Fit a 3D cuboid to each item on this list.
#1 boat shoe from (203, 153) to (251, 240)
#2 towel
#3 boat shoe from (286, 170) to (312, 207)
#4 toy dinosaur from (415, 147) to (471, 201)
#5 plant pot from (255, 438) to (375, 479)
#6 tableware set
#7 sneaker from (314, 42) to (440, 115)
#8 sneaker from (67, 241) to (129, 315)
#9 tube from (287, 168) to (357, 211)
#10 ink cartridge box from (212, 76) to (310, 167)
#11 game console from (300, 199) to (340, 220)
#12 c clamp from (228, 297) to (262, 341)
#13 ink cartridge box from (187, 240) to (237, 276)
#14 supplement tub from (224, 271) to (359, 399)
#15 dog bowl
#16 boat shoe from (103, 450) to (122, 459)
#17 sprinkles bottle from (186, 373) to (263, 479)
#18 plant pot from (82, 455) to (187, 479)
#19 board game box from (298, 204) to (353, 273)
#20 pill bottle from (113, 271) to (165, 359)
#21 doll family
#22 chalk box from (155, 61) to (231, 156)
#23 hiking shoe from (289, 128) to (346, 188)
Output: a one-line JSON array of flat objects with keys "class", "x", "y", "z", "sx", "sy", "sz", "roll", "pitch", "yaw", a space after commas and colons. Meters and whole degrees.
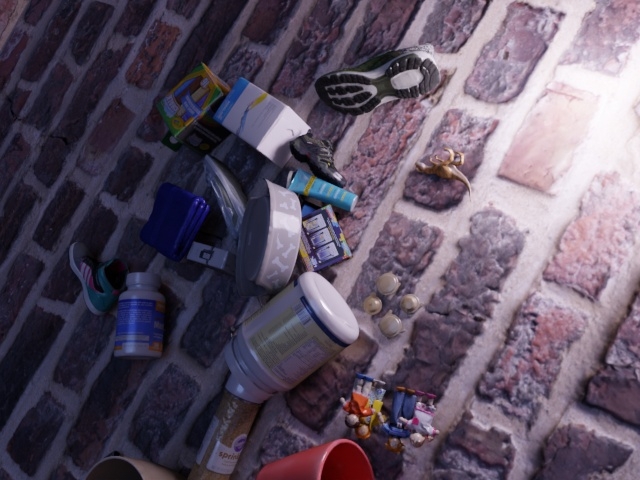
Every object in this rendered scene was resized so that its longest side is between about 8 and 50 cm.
[{"class": "boat shoe", "x": -0.314, "y": -0.150, "z": 1.951, "sx": 0.103, "sy": 0.118, "sz": 0.321, "roll": -37, "pitch": 71, "yaw": 12}, {"class": "towel", "x": -0.490, "y": -0.064, "z": 1.984, "sx": 0.308, "sy": 0.076, "sz": 0.228, "roll": 22, "pitch": 89, "yaw": 52}, {"class": "boat shoe", "x": -0.074, "y": -0.100, "z": 1.836, "sx": 0.079, "sy": 0.084, "sz": 0.233, "roll": 8, "pitch": 82, "yaw": 3}, {"class": "toy dinosaur", "x": 0.369, "y": -0.196, "z": 1.667, "sx": 0.211, "sy": 0.064, "sz": 0.112, "roll": 29, "pitch": 107, "yaw": 39}, {"class": "plant pot", "x": -0.023, "y": 0.655, "z": 1.498, "sx": 0.243, "sy": 0.274, "sz": 0.275, "roll": -19, "pitch": 67, "yaw": 30}, {"class": "tableware set", "x": 0.194, "y": 0.180, "z": 1.655, "sx": 0.141, "sy": 0.020, "sz": 0.169, "roll": -47, "pitch": 62, "yaw": 9}, {"class": "sneaker", "x": 0.180, "y": -0.510, "z": 1.829, "sx": 0.410, "sy": 0.158, "sz": 0.182, "roll": -4, "pitch": 42, "yaw": 27}, {"class": "sneaker", "x": -0.779, "y": 0.096, "z": 2.095, "sx": 0.178, "sy": 0.123, "sz": 0.296, "roll": -36, "pitch": 70, "yaw": 18}, {"class": "tube", "x": 0.010, "y": -0.148, "z": 1.791, "sx": 0.207, "sy": 0.052, "sz": 0.080, "roll": 23, "pitch": 66, "yaw": 13}, {"class": "ink cartridge box", "x": -0.189, "y": -0.381, "z": 1.922, "sx": 0.232, "sy": 0.171, "sz": 0.168, "roll": 37, "pitch": 93, "yaw": 30}, {"class": "game console", "x": -0.016, "y": -0.047, "z": 1.793, "sx": 0.107, "sy": 0.071, "sz": 0.122, "roll": 18, "pitch": 84, "yaw": 41}, {"class": "c clamp", "x": -0.224, "y": 0.270, "z": 1.836, "sx": 0.160, "sy": 0.022, "sz": 0.137, "roll": -34, "pitch": 68, "yaw": 12}, {"class": "ink cartridge box", "x": -0.332, "y": 0.062, "z": 1.896, "sx": 0.150, "sy": 0.109, "sz": 0.063, "roll": 14, "pitch": 78, "yaw": 29}, {"class": "supplement tub", "x": -0.082, "y": 0.267, "z": 1.640, "sx": 0.324, "sy": 0.235, "sz": 0.235, "roll": -39, "pitch": 62, "yaw": 11}, {"class": "dog bowl", "x": -0.153, "y": 0.000, "z": 1.717, "sx": 0.348, "sy": 0.102, "sz": 0.349, "roll": -169, "pitch": 90, "yaw": -70}, {"class": "boat shoe", "x": -0.626, "y": 0.754, "z": 1.857, "sx": 0.065, "sy": 0.075, "sz": 0.206, "roll": -49, "pitch": 56, "yaw": 9}, {"class": "sprinkles bottle", "x": -0.272, "y": 0.566, "z": 1.712, "sx": 0.121, "sy": 0.121, "sz": 0.356, "roll": 21, "pitch": 85, "yaw": 29}, {"class": "plant pot", "x": -0.497, "y": 0.743, "z": 1.682, "sx": 0.256, "sy": 0.274, "sz": 0.257, "roll": -8, "pitch": 71, "yaw": 23}, {"class": "board game box", "x": 0.000, "y": 0.000, "z": 1.753, "sx": 0.141, "sy": 0.048, "sz": 0.170, "roll": -23, "pitch": 78, "yaw": 6}, {"class": "pill bottle", "x": -0.589, "y": 0.248, "z": 1.944, "sx": 0.152, "sy": 0.152, "sz": 0.272, "roll": -7, "pitch": 72, "yaw": 24}, {"class": "doll family", "x": 0.177, "y": 0.460, "z": 1.544, "sx": 0.262, "sy": 0.118, "sz": 0.163, "roll": 14, "pitch": 75, "yaw": 11}, {"class": "chalk box", "x": -0.432, "y": -0.429, "z": 2.051, "sx": 0.289, "sy": 0.180, "sz": 0.179, "roll": -38, "pitch": 63, "yaw": 10}, {"class": "hiking shoe", "x": 0.011, "y": -0.259, "z": 1.833, "sx": 0.227, "sy": 0.086, "sz": 0.114, "roll": 43, "pitch": 73, "yaw": 13}]
